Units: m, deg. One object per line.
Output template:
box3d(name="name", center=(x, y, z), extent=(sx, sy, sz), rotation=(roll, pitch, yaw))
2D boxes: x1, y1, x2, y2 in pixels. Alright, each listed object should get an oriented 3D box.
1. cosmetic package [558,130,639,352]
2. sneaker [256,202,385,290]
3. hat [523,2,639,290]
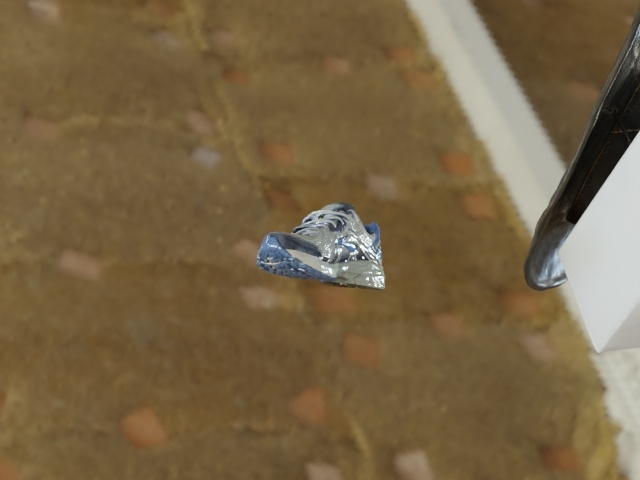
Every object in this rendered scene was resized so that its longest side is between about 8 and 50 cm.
box3d(name="cosmetic package", center=(0.363, -0.066, 1.211), extent=(0.284, 0.377, 0.097), rotation=(-7, -121, -22))
box3d(name="sneaker", center=(0.000, 0.000, 1.277), extent=(0.052, 0.058, 0.135), rotation=(4, 175, 31))
box3d(name="hat", center=(0.301, -0.081, 1.510), extent=(0.134, 0.331, 0.331), rotation=(28, -144, 18))
